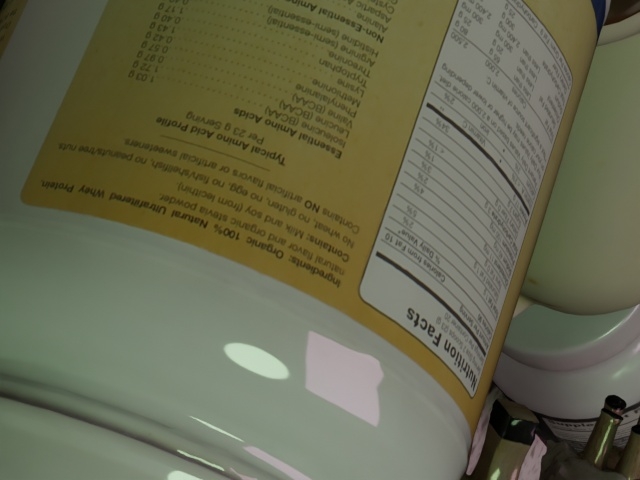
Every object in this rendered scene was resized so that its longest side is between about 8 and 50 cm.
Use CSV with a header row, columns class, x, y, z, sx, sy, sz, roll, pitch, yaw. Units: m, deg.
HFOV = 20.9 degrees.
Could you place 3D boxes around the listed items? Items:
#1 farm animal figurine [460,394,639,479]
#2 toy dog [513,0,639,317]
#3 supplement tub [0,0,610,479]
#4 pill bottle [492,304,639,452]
class,x,y,z,sx,sy,sz,roll,pitch,yaw
farm animal figurine,0.025,0.158,0.902,0.327,0.330,0.172,-52,157,-77
toy dog,0.141,-0.152,0.949,0.395,0.284,0.408,-31,147,0
supplement tub,-0.032,-0.014,0.670,0.316,0.228,0.228,-69,153,-22
pill bottle,0.201,0.068,1.239,0.162,0.162,0.278,-64,150,-14
